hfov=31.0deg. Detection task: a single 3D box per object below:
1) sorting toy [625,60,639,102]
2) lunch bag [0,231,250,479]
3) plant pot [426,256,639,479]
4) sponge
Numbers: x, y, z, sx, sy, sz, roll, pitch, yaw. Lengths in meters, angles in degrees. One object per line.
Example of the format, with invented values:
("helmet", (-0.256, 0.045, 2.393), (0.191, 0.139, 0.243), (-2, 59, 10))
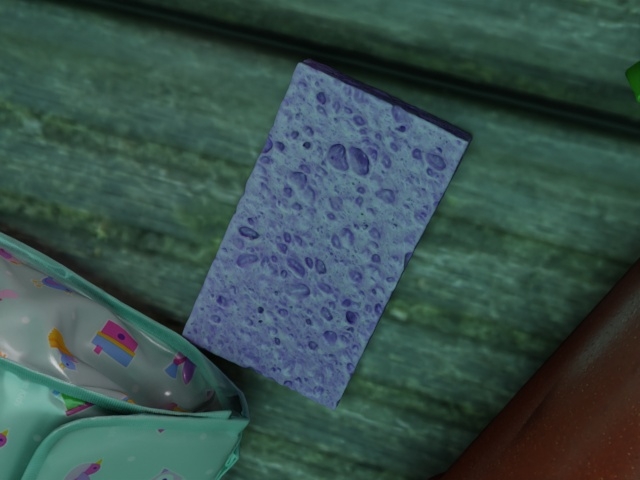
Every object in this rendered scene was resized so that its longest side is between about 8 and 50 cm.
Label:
("sorting toy", (0.326, -0.090, 0.619), (0.348, 0.047, 0.196), (18, 123, -12))
("lunch bag", (-0.199, 0.139, 0.770), (0.262, 0.160, 0.223), (27, 115, -1))
("plant pot", (0.195, 0.162, 0.648), (0.272, 0.272, 0.265), (34, 104, 0))
("sponge", (0.000, 0.000, 0.747), (0.117, 0.031, 0.210), (26, 111, 4))
